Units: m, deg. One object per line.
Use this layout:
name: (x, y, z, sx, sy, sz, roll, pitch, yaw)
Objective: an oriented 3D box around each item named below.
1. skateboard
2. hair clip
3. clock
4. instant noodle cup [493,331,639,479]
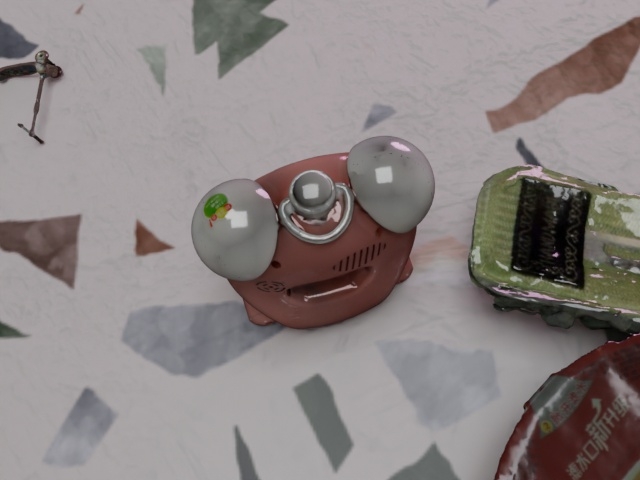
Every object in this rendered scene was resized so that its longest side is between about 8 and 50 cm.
skateboard: (-0.272, -0.127, 0.681, 0.064, 0.032, 0.083, -8, 64, 11)
hair clip: (0.275, 0.023, 0.549, 0.321, 0.091, 0.138, 7, 62, 16)
clock: (0.000, 0.000, 0.535, 0.166, 0.162, 0.093, -17, 69, -3)
instant noodle cup: (0.235, 0.195, 0.472, 0.274, 0.091, 0.274, -1, 67, 3)
